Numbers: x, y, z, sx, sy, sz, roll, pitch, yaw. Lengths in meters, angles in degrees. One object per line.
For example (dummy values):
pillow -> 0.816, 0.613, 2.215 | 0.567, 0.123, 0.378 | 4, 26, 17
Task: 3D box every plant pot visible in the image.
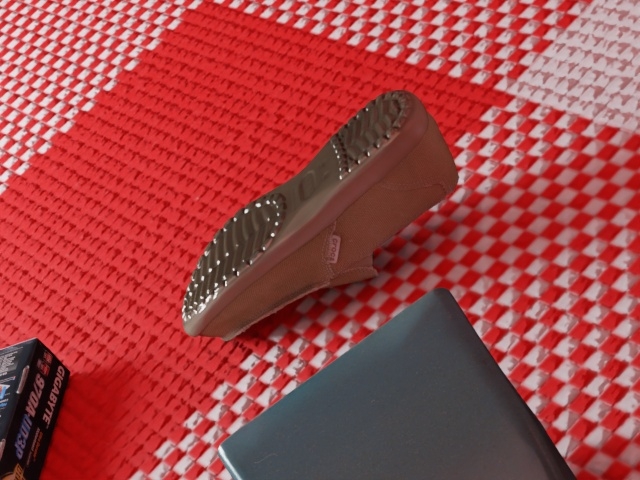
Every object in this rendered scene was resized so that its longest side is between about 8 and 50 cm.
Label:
plant pot -> 0.084, 0.185, 0.993 | 0.166, 0.165, 0.234 | -36, 41, 1

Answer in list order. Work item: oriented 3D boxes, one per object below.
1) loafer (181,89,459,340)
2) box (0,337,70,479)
loafer -> 0.000, 0.000, 1.356 | 0.268, 0.092, 0.102 | -39, 25, 26
box -> -0.322, 0.183, 1.453 | 0.220, 0.051, 0.175 | -19, 37, 24
